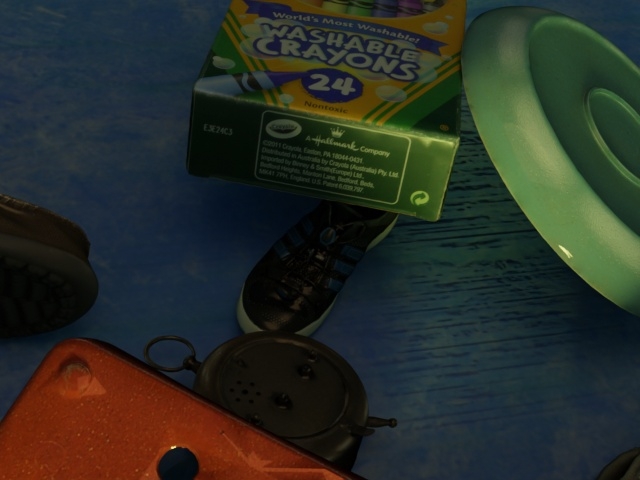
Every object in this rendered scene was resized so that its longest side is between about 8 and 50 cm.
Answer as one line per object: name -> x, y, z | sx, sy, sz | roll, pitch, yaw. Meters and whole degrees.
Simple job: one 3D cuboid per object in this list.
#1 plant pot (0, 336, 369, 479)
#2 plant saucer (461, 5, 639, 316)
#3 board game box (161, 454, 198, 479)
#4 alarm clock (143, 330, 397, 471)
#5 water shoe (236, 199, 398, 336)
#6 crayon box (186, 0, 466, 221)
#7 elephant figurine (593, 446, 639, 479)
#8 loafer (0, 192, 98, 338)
plant pot -> -0.089, 0.203, 0.635 | 0.267, 0.236, 0.267 | 25, 68, 15
plant saucer -> 0.246, -0.079, 0.996 | 0.317, 0.044, 0.317 | 27, 43, -29
board game box -> -0.046, 0.217, 0.814 | 0.169, 0.033, 0.133 | 17, 40, 3
alarm clock -> -0.048, 0.116, 0.860 | 0.192, 0.064, 0.129 | 24, 41, 17
water shoe -> 0.000, 0.000, 0.953 | 0.073, 0.080, 0.203 | 31, 54, 11
crayon box -> 0.018, -0.156, 1.009 | 0.203, 0.083, 0.323 | 11, 36, 1
elephant figurine -> 0.277, 0.185, 0.845 | 0.169, 0.186, 0.239 | 55, 25, -13
loafer -> -0.332, -0.038, 0.873 | 0.366, 0.134, 0.130 | 17, 53, 0
